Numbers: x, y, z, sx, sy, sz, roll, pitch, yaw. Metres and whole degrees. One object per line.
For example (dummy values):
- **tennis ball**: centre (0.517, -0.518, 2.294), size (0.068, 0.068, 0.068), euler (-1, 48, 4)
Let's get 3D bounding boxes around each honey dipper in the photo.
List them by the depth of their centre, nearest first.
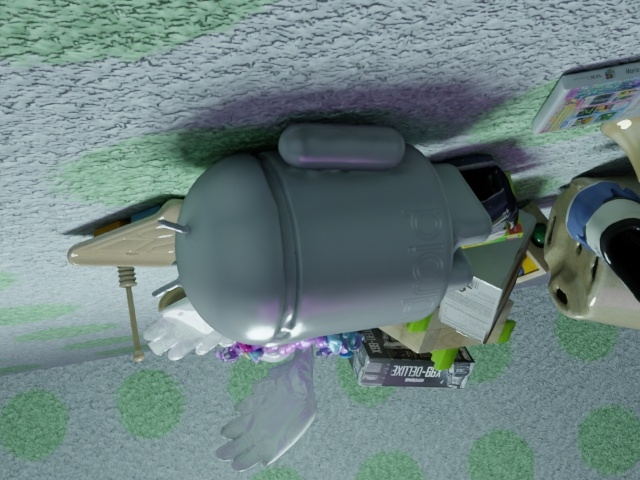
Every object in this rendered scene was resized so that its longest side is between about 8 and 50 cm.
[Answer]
- **honey dipper**: centre (-0.305, 0.116, 1.361), size (0.030, 0.161, 0.030), euler (-10, 169, -2)

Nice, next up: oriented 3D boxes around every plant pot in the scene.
- **plant pot**: centre (0.537, 0.020, 1.324), size (0.305, 0.334, 0.334), euler (2, 168, -9)

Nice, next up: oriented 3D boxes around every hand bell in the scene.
- **hand bell**: centre (0.420, -0.036, 0.985), size (0.126, 0.242, 0.126), euler (-10, 170, -2)

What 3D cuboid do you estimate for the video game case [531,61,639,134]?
- **video game case**: centre (0.305, -0.150, 0.871), size (0.143, 0.019, 0.157), euler (-10, 171, 2)

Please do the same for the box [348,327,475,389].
- **box**: centre (0.156, 0.183, 1.783), size (0.242, 0.307, 0.077), euler (5, 122, -22)

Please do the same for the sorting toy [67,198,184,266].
- **sorting toy**: centre (-0.203, -0.012, 1.118), size (0.208, 0.038, 0.193), euler (-22, 165, 34)

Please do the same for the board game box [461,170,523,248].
- **board game box**: centre (0.190, -0.034, 1.204), size (0.181, 0.092, 0.043), euler (-12, 171, 9)

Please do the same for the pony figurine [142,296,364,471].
- **pony figurine**: centre (-0.071, 0.160, 1.417), size (0.351, 0.303, 0.363), euler (-35, -176, 5)

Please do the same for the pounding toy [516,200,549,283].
- **pounding toy**: centre (0.347, 0.002, 1.463), size (0.100, 0.130, 0.141), euler (-39, 180, -19)

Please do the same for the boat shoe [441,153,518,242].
- **boat shoe**: centre (0.093, -0.029, 1.113), size (0.340, 0.127, 0.158), euler (-19, 163, 6)

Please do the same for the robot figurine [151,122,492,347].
- **robot figurine**: centre (0.000, 0.000, 0.891), size (0.353, 0.200, 0.300), euler (-7, 131, -19)

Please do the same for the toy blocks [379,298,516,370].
- **toy blocks**: centre (0.199, 0.111, 1.693), size (0.261, 0.191, 0.381), euler (32, -161, 38)

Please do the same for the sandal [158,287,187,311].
- **sandal**: centre (-0.202, 0.072, 1.509), size (0.240, 0.088, 0.079), euler (-21, -144, -40)

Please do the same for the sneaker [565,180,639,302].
- **sneaker**: centre (0.476, 0.049, 1.099), size (0.315, 0.128, 0.182), euler (27, -159, -5)

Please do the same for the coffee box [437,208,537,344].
- **coffee box**: centre (0.270, 0.054, 1.385), size (0.098, 0.141, 0.246), euler (26, 159, 16)
